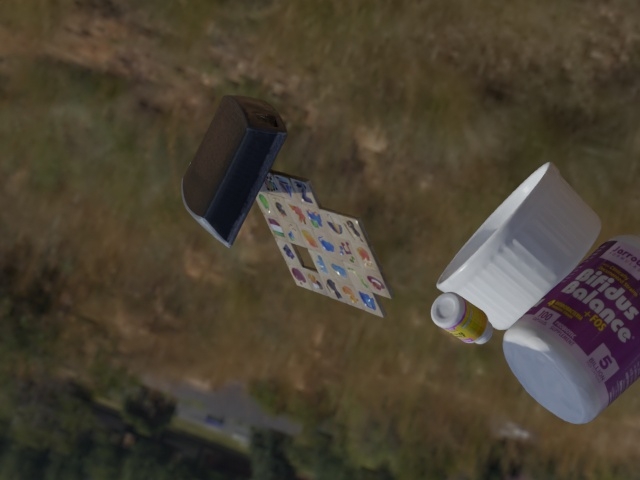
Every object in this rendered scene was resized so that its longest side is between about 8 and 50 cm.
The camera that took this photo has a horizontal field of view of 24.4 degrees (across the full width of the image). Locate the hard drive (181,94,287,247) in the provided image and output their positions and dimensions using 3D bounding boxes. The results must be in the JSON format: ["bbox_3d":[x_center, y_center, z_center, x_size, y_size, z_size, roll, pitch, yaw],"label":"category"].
[{"bbox_3d":[-0.114,-0.097,1.846,0.054,0.172,0.254,25,-171,-16],"label":"hard drive"}]

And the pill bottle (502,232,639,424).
[{"bbox_3d":[0.409,0.098,2.031,0.169,0.301,0.169,44,161,19],"label":"pill bottle"}]

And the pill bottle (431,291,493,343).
[{"bbox_3d":[0.166,0.093,1.714,0.043,0.043,0.083,3,160,40],"label":"pill bottle"}]

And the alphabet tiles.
[{"bbox_3d":[0.000,0.000,1.859,0.237,0.009,0.198,18,138,53],"label":"alphabet tiles"}]

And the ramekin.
[{"bbox_3d":[0.329,0.017,2.412,0.135,0.277,0.277,42,159,0],"label":"ramekin"}]
